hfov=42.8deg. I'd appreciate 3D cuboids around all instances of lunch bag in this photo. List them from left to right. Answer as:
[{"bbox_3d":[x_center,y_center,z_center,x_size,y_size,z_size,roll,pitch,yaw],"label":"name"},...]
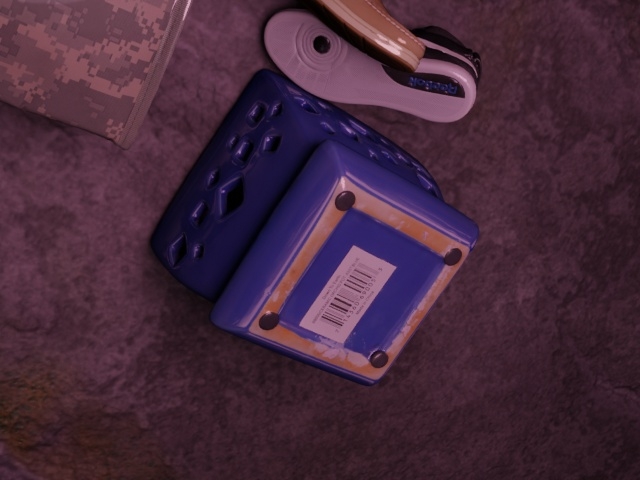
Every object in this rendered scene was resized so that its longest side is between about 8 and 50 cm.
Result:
[{"bbox_3d":[-0.208,-0.256,0.630,0.235,0.169,0.287,19,112,-30],"label":"lunch bag"}]

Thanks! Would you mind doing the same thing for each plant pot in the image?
[{"bbox_3d":[0.000,0.000,0.827,0.236,0.212,0.236,27,103,-33],"label":"plant pot"}]

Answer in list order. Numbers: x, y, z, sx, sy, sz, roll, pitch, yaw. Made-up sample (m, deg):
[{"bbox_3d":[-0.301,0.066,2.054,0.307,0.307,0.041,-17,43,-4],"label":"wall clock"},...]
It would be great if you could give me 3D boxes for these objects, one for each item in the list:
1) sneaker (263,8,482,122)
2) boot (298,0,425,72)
[{"bbox_3d":[0.057,-0.189,0.836,0.216,0.121,0.079,21,124,5],"label":"sneaker"},{"bbox_3d":[0.048,-0.269,0.732,0.165,0.213,0.077,-48,169,3],"label":"boot"}]
